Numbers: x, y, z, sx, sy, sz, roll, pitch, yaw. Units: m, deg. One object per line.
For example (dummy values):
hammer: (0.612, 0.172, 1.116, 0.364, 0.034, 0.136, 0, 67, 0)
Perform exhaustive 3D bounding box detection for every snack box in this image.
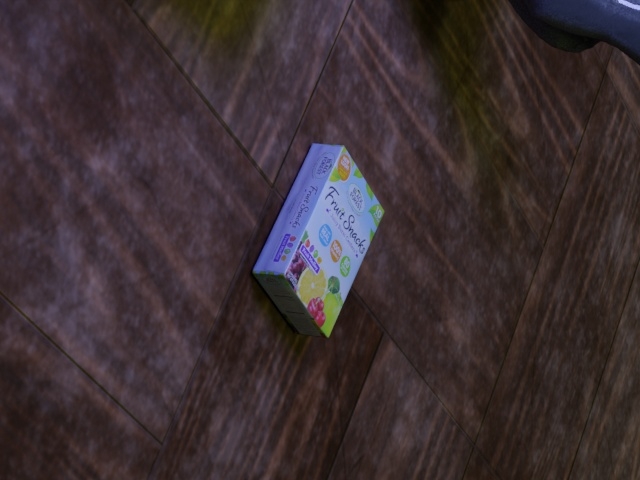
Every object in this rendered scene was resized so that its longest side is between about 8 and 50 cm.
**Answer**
snack box: (0.000, 0.000, 1.599, 0.100, 0.037, 0.141, 57, 48, -46)

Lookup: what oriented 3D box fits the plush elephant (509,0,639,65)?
plush elephant: (0.217, -0.333, 1.712, 0.255, 0.330, 0.272, -78, 169, -54)
